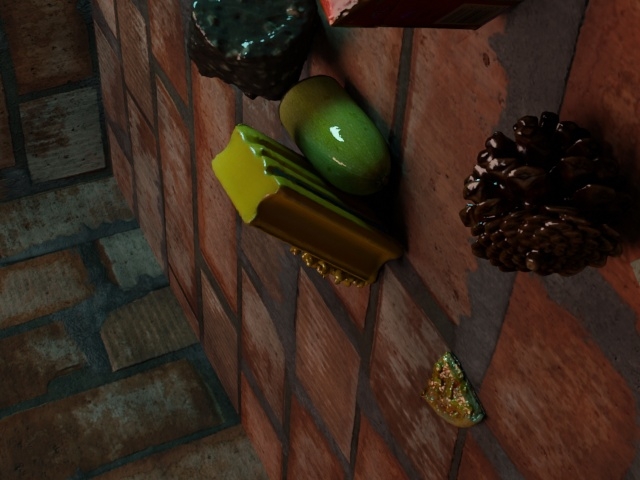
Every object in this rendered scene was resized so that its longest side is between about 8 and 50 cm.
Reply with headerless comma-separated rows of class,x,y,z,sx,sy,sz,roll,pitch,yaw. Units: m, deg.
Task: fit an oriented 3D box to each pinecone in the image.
pinecone,0.259,-0.055,1.178,0.208,0.208,0.208,52,151,44

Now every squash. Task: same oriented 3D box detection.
squash,0.034,-0.167,1.731,0.247,0.132,0.132,55,154,40

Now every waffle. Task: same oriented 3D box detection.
waffle,0.000,0.000,1.888,0.051,0.228,0.231,-49,57,16

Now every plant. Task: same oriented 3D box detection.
plant,-0.122,-0.363,1.799,0.312,0.215,0.213,131,162,-76

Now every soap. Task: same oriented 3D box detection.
soap,-0.020,-0.058,1.728,0.096,0.324,0.204,-49,43,15

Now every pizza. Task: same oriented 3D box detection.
pizza,0.219,0.256,1.724,0.178,0.041,0.131,39,140,56

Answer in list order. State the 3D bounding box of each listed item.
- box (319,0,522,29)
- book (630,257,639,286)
box,0.094,-0.349,1.166,0.089,0.313,0.197,-26,82,38
book,0.414,0.089,1.127,0.172,0.012,0.118,69,160,9
